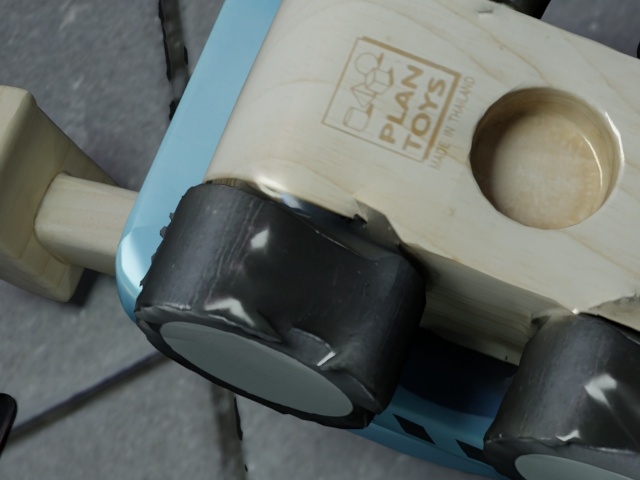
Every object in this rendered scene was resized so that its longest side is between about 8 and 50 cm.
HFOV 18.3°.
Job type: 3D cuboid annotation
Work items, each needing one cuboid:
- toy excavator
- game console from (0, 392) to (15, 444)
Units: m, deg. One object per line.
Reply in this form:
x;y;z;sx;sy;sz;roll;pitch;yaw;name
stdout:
0.000;0.000;0.932;0.433;0.445;0.222;21;73;3;toy excavator
-0.267;0.131;1.147;0.144;0.124;0.085;-1;90;40;game console
